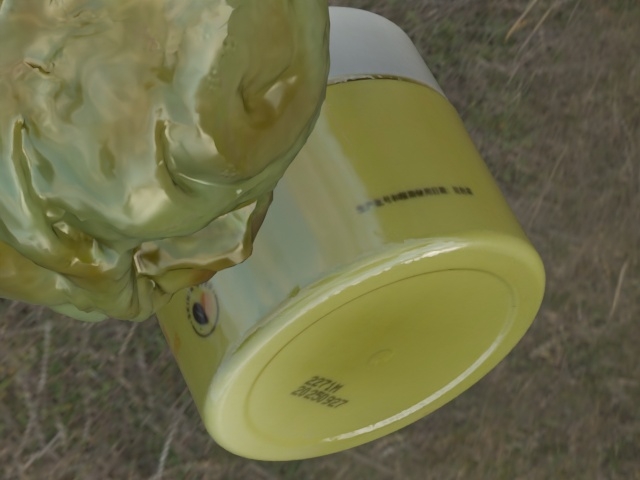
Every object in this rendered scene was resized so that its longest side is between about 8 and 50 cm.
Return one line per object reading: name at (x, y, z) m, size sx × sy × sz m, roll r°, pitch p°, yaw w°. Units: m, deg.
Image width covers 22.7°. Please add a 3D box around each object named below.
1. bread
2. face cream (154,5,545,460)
bread at (-0.111, -0.086, 0.390) m, size 0.267 × 0.130 × 0.152 m, roll 40°, pitch 145°, yaw 22°
face cream at (0.000, 0.000, 0.953) m, size 0.218 × 0.218 × 0.179 m, roll -41°, pitch 58°, yaw 22°
